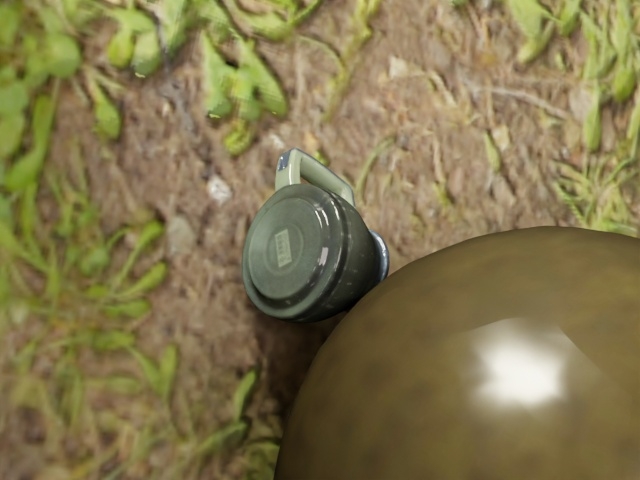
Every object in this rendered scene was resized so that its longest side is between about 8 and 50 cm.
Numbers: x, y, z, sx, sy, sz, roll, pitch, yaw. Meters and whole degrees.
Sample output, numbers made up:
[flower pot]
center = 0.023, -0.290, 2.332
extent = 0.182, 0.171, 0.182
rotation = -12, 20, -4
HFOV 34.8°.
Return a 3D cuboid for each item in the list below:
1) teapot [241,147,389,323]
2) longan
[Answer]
[teapot]
center = 0.000, 0.000, 0.499
extent = 0.057, 0.066, 0.088
rotation = 19, 55, -46
[longan]
center = 0.096, 0.123, 0.447
extent = 0.258, 0.258, 0.258
rotation = 1, 88, -28
